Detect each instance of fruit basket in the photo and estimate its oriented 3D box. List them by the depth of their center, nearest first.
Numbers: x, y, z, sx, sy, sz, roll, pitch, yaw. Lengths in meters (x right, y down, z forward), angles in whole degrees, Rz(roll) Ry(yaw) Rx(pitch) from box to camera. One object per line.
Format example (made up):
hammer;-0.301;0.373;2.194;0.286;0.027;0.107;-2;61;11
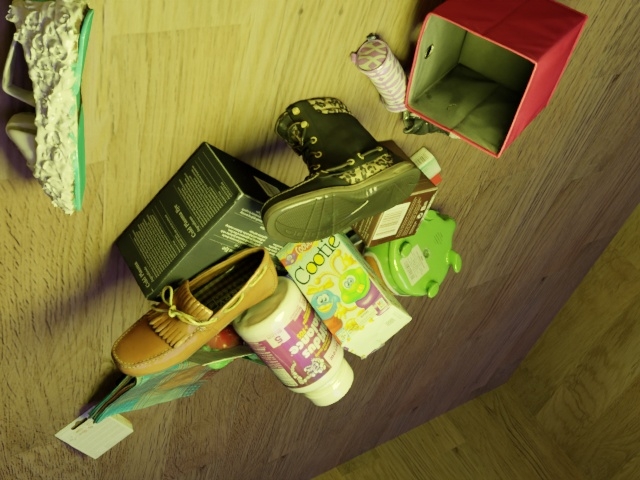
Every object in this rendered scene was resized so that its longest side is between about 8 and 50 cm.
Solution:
fruit basket;-0.210;0.266;1.834;0.353;0.327;0.165;-14;100;-35

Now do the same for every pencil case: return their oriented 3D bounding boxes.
pencil case;0.144;-0.363;1.612;0.088;0.086;0.206;-10;155;24

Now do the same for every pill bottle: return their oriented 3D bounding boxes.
pill bottle;-0.052;0.238;1.640;0.169;0.169;0.301;-37;119;0

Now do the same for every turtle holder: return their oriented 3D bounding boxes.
turtle holder;0.258;0.011;2.107;0.243;0.227;0.320;34;67;-33

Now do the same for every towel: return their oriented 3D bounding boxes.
towel;-0.429;0.402;2.017;0.370;0.040;0.271;-4;149;-51

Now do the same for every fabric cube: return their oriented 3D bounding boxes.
fabric cube;0.376;-0.390;1.577;0.258;0.259;0.254;-43;157;-35

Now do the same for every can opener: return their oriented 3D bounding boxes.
can opener;0.092;-0.008;1.958;0.186;0.059;0.073;-36;124;-22

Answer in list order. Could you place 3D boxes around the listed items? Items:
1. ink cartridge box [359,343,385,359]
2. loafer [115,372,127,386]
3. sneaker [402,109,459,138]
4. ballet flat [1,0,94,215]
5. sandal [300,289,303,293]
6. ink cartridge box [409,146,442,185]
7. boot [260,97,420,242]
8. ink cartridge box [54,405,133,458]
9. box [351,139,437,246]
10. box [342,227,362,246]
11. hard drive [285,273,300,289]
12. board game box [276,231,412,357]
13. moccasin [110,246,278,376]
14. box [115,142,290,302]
ink cartridge box;0.142;0.324;2.480;0.099;0.135;0.056;-32;146;-9
loafer;-0.499;0.361;1.955;0.148;0.056;0.050;-45;155;13
sneaker;0.285;-0.311;1.810;0.268;0.153;0.101;-33;126;-79
ballet flat;-0.448;-0.223;1.185;0.147;0.147;0.409;-14;140;-33
sandal;0.020;0.190;2.120;0.126;0.138;0.317;-38;162;33
ink cartridge box;0.266;-0.148;2.054;0.181;0.056;0.225;-39;148;5
boot;-0.009;-0.160;1.530;0.377;0.284;0.138;-22;147;-26
ink cartridge box;-0.653;0.543;2.079;0.145;0.045;0.179;-37;131;0
box;0.151;-0.121;1.823;0.167;0.203;0.168;-15;143;-33
box;0.000;0.000;1.977;0.183;0.056;0.231;-40;149;6
hard drive;-0.214;0.190;2.030;0.319;0.040;0.210;-40;149;6
board game box;0.050;0.102;1.602;0.142;0.275;0.144;-41;150;7
moccasin;-0.255;0.140;1.476;0.380;0.139;0.147;-29;148;-14
box;-0.216;-0.005;1.632;0.312;0.179;0.343;-46;148;13
